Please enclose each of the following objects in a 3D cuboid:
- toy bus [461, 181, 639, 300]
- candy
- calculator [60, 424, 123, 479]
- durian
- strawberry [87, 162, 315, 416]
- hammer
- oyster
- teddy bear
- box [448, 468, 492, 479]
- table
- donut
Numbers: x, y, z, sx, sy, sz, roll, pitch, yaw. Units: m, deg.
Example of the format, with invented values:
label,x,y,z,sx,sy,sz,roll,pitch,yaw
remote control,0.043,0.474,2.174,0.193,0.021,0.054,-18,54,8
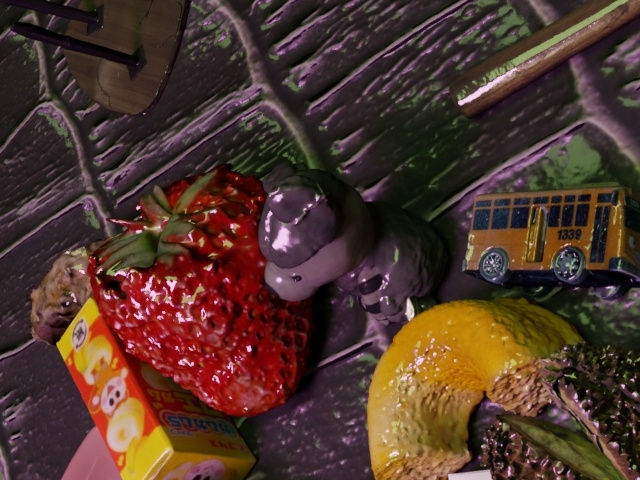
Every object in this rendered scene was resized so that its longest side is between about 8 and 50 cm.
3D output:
label,x,y,z,sx,sy,sz,roll,pitch,yaw
toy bus,0.238,-0.001,1.084,0.182,0.091,0.103,-1,74,45
candy,-0.208,0.198,1.395,0.088,0.146,0.276,-52,47,17
calculator,-0.302,0.395,1.485,0.220,0.048,0.330,24,91,46
durian,0.243,0.189,0.973,0.196,0.167,0.196,1,92,34
strawberry,-0.132,0.059,1.340,0.261,0.258,0.261,-27,31,18
hammer,0.313,-0.243,1.123,0.440,0.044,0.168,-30,59,32
oyster,-0.294,0.079,1.528,0.294,0.166,0.094,-47,53,37
teddy bear,0.005,-0.001,1.213,0.144,0.251,0.171,-56,33,12
box,0.170,0.300,1.083,0.084,0.040,0.154,-16,67,36
table,-0.366,-0.385,1.654,0.317,0.249,0.317,-15,67,39
donut,0.133,0.136,1.139,0.259,0.101,0.152,-46,45,28
